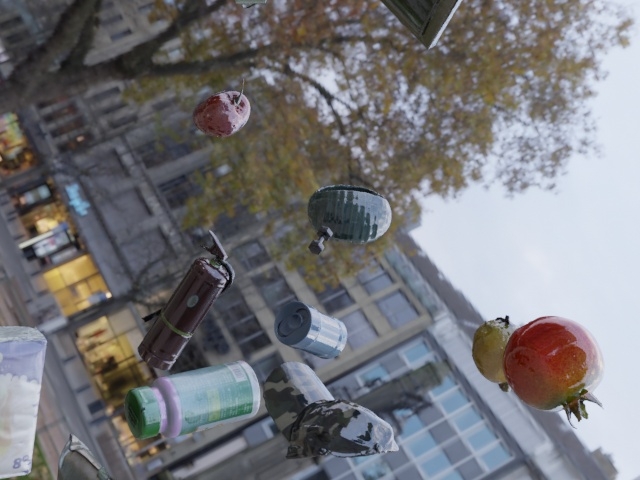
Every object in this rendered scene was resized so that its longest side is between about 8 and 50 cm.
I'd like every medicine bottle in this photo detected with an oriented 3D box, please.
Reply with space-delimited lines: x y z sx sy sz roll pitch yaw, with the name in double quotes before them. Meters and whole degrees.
"medicine bottle" -0.276 0.346 1.860 0.133 0.274 0.133 14 -73 55

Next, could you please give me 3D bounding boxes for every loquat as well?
"loquat" 0.469 0.292 2.224 0.172 0.149 0.204 -16 98 -65

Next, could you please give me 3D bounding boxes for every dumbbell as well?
"dumbbell" 0.000 0.000 2.215 0.036 0.083 0.040 -15 -61 36

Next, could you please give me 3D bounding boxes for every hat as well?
"hat" 0.030 0.481 2.493 0.257 0.366 0.382 -41 -120 34

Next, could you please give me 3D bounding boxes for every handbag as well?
"handbag" -0.411 0.496 1.531 0.182 0.117 0.270 28 -64 34

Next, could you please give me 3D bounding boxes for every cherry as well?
"cherry" -0.191 -0.248 1.695 0.126 0.106 0.087 -15 -76 59

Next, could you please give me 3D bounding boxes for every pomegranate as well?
"pomegranate" 0.530 0.294 1.934 0.221 0.221 0.257 93 -26 -61

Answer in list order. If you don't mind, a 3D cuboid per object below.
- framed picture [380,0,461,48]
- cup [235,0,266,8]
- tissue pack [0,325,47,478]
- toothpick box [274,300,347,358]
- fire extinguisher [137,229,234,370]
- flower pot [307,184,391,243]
"framed picture" 0.059 -0.519 1.377 0.446 0.028 0.326 47 -8 3
"cup" -0.186 -0.650 2.306 0.054 0.083 0.075 -90 -178 -58
"tissue pack" -0.757 0.369 1.924 0.125 0.242 0.344 20 -77 48
"toothpick box" -0.021 0.201 1.922 0.153 0.101 0.101 31 18 -53
"fire extinguisher" -0.318 0.140 2.053 0.141 0.341 0.105 36 13 9
"flower pot" 0.082 -0.076 2.486 0.189 0.243 0.157 -106 -160 -80
